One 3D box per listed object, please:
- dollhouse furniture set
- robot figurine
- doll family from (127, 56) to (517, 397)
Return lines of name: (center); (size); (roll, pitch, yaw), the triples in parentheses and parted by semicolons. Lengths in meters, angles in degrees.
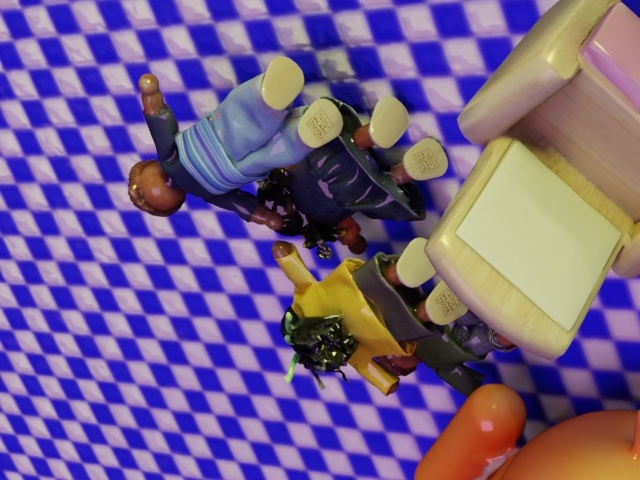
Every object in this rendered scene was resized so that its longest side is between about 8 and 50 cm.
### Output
dollhouse furniture set: (0.207, 0.017, 0.439); (0.286, 0.198, 0.303); (41, 141, -8)
robot figurine: (0.105, 0.152, 0.720); (0.128, 0.158, 0.219); (16, 143, -16)
doll family: (0.000, 0.000, 0.721); (0.111, 0.076, 0.193); (-22, 104, 52)
